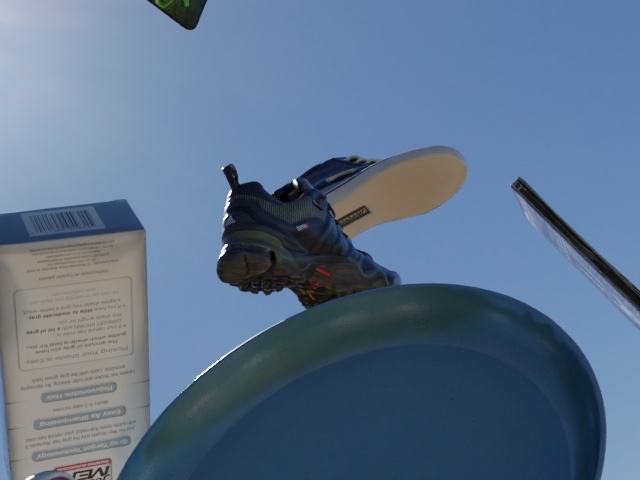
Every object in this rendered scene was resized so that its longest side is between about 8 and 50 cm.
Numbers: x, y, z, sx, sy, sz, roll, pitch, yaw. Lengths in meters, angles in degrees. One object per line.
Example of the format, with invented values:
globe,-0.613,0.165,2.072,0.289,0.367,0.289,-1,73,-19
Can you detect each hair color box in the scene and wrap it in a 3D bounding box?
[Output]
hair color box,-0.321,0.147,1.436,0.185,0.113,0.375,-7,-65,-21

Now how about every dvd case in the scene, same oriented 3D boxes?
dvd case,0.279,0.032,1.112,0.018,0.221,0.164,-44,-18,4

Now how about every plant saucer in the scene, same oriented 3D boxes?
plant saucer,0.016,0.146,0.661,0.317,0.317,0.044,-29,-58,-2

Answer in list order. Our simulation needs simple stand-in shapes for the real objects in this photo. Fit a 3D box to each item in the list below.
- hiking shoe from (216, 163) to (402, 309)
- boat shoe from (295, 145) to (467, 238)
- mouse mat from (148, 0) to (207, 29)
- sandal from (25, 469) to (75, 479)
hiking shoe,0.000,0.000,1.013,0.086,0.114,0.227,-16,-23,35
boat shoe,0.086,-0.106,1.921,0.340,0.158,0.127,-23,-52,19
mouse mat,-0.192,-0.381,1.436,0.152,0.190,0.007,34,-30,-29
sandal,-0.289,0.383,1.009,0.102,0.416,0.169,2,-58,16
